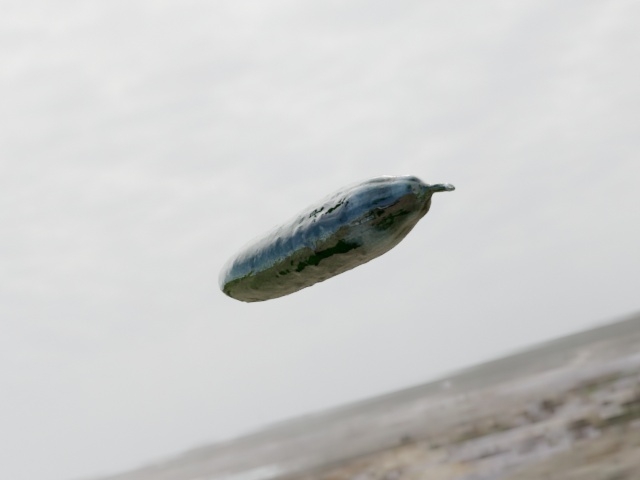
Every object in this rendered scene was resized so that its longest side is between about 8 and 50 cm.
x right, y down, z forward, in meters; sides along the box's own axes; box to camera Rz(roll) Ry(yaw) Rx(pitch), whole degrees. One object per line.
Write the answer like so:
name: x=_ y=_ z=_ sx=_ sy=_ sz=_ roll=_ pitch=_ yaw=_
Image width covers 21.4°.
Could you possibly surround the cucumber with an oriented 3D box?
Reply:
cucumber: x=0.000 y=0.000 z=1.156 sx=0.056 sy=0.056 sz=0.250 roll=-9 pitch=-13 yaw=-42
